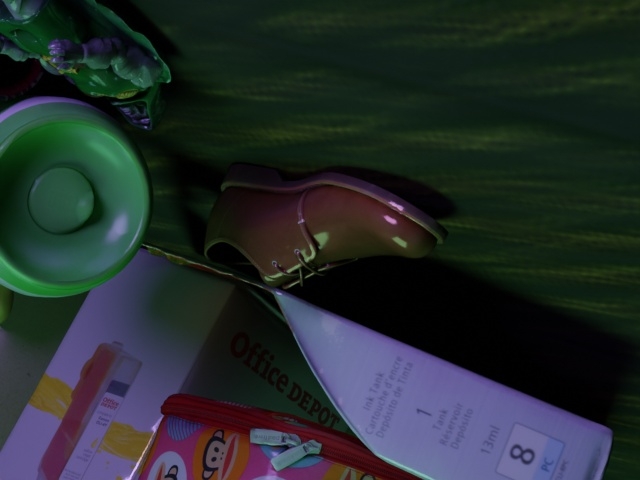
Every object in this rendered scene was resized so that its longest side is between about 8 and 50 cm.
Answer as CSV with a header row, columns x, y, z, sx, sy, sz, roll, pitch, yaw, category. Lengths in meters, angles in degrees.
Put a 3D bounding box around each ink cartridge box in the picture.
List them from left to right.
x,y,z,sx,sy,sz,roll,pitch,yaw,category
-0.153,0.235,1.639,0.160,0.385,0.279,19,165,34,ink cartridge box
0.027,0.108,1.351,0.385,0.091,0.308,21,178,9,ink cartridge box

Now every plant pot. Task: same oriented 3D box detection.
x,y,z,sx,sy,sz,roll,pitch,yaw,category
-0.348,0.160,1.920,0.256,0.274,0.256,24,166,6,plant pot

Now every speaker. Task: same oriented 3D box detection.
x,y,z,sx,sy,sz,roll,pitch,yaw,category
-0.202,-0.035,1.205,0.131,0.131,0.296,31,174,-20,speaker

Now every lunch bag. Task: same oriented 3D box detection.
x,y,z,sx,sy,sz,roll,pitch,yaw,category
0.018,0.223,1.455,0.293,0.120,0.258,26,168,-34,lunch bag

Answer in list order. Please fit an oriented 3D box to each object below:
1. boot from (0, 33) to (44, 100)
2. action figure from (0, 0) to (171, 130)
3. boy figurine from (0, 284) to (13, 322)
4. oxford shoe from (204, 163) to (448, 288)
x,y,z,sx,sy,sz,roll,pitch,yaw,category
-0.289,-0.159,1.074,0.178,0.085,0.236,15,169,29,boot
-0.160,-0.127,1.021,0.137,0.063,0.232,9,162,40,action figure
-0.358,0.012,1.699,0.177,0.092,0.285,44,149,-16,boy figurine
0.000,0.000,1.164,0.076,0.076,0.212,37,160,-33,oxford shoe
